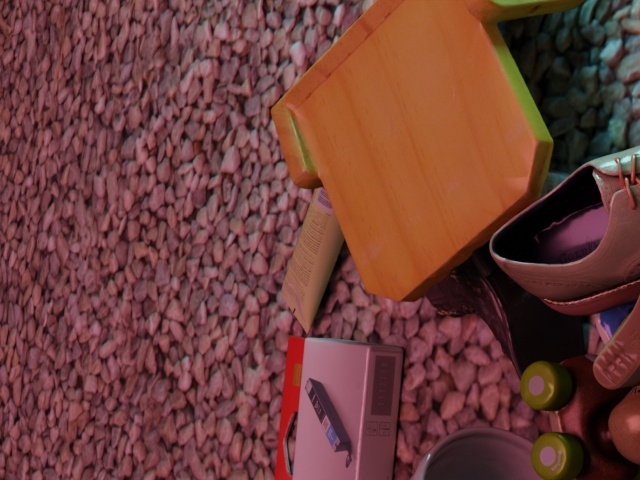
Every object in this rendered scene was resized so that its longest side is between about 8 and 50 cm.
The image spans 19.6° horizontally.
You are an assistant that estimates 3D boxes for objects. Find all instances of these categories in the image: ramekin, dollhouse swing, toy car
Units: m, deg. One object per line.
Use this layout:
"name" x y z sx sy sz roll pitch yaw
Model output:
"ramekin" 0.176 0.319 2.042 0.109 0.207 0.207 -49 48 51
"dollhouse swing" 0.169 -0.138 2.096 0.347 0.315 0.305 -43 73 36
"toy car" 0.329 0.174 1.897 0.188 0.155 0.149 -23 66 41

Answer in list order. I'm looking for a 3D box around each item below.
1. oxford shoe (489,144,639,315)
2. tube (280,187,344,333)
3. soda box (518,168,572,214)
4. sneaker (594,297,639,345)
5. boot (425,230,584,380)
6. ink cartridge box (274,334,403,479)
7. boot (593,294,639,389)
"oxford shoe" 0.351 -0.040 1.844 0.397 0.146 0.140 -33 57 28
"tube" 0.000 0.000 2.464 0.070 0.062 0.240 -56 -13 -63
"soda box" 0.223 -0.053 2.140 0.216 0.069 0.074 18 99 55
"sneaker" 0.336 0.050 1.973 0.084 0.058 0.152 -38 49 56
"boot" 0.193 0.067 2.148 0.263 0.091 0.229 68 160 -1
"ink cartridge box" -0.005 0.275 2.416 0.261 0.066 0.296 3 87 54
"boot" 0.382 0.044 1.780 0.090 0.207 0.248 54 131 13
